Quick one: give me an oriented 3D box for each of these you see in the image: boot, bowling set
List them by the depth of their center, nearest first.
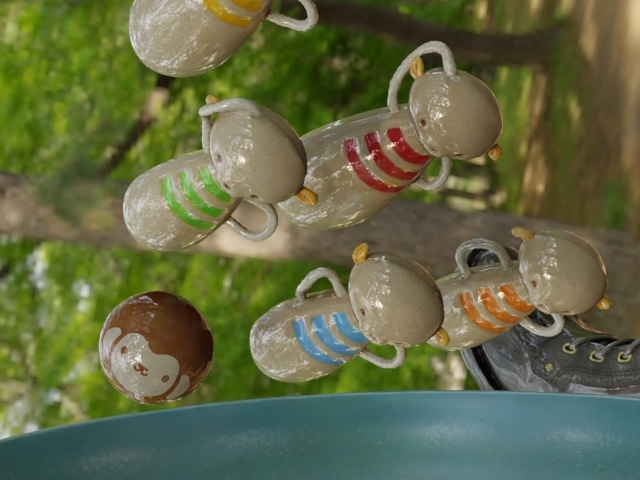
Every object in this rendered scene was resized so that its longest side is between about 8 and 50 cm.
[{"bbox_3d":[0.000,0.000,0.745,0.154,0.287,0.200,-26,26,51],"label":"bowling set"},{"bbox_3d":[0.210,0.065,0.950,0.229,0.091,0.263,-46,64,42],"label":"boot"}]

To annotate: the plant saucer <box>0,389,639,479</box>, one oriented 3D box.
[{"bbox_3d":[0.027,0.087,0.405,0.317,0.318,0.043,-66,-26,-84],"label":"plant saucer"}]
